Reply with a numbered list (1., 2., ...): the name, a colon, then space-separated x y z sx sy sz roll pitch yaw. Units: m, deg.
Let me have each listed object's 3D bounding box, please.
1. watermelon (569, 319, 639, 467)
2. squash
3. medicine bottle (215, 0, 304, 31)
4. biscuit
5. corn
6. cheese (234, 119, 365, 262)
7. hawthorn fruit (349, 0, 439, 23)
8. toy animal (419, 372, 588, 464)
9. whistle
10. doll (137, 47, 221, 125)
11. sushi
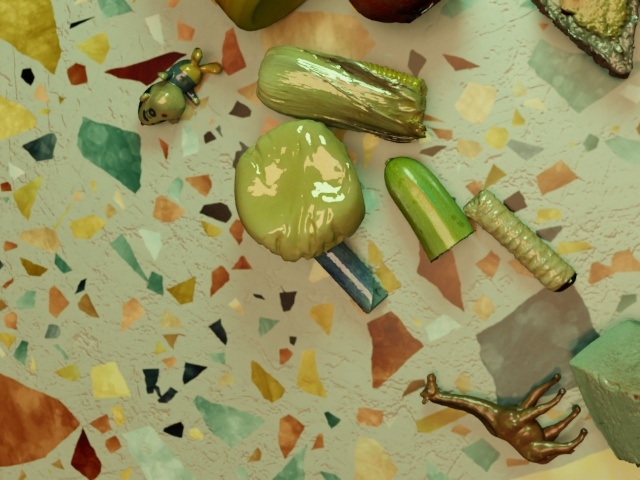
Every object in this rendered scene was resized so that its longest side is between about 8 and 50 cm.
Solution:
1. watermelon: 0.574 0.254 1.433 0.387 0.258 0.229 4 94 17
2. squash: 0.175 -0.066 1.589 0.095 0.095 0.188 -35 86 14
3. medicine bottle: -0.164 -0.559 1.561 0.224 0.224 0.384 -40 84 14
4. biscuit: 0.334 0.003 1.574 0.219 0.055 0.061 45 113 6
5. corn: 0.041 -0.247 1.589 0.305 0.122 0.123 14 99 11
6. cheese: -0.040 -0.083 1.582 0.214 0.117 0.226 -28 79 1
7. hawthorn fruit: 0.125 -0.473 1.499 0.215 0.215 0.250 -8 104 14
8. toy animal: 0.310 0.291 1.602 0.229 0.066 0.224 -31 87 20
9. whistle: 0.000 0.000 1.654 0.062 0.062 0.304 -44 84 13
10. doll: -0.262 -0.266 1.686 0.179 0.102 0.089 -40 42 18
11. sushi: 0.445 -0.386 1.485 0.241 0.107 0.161 42 104 -1
